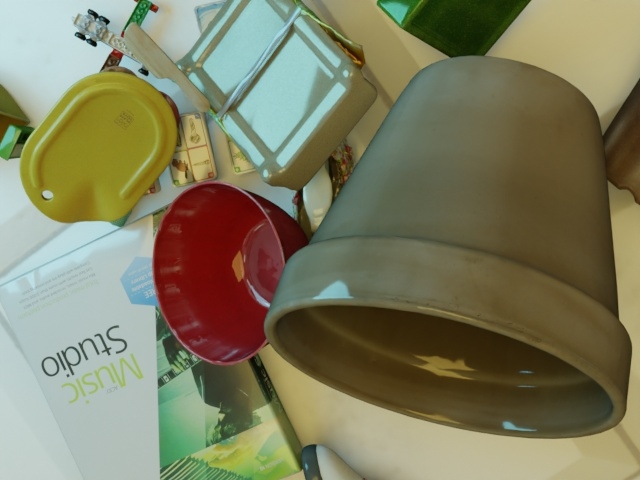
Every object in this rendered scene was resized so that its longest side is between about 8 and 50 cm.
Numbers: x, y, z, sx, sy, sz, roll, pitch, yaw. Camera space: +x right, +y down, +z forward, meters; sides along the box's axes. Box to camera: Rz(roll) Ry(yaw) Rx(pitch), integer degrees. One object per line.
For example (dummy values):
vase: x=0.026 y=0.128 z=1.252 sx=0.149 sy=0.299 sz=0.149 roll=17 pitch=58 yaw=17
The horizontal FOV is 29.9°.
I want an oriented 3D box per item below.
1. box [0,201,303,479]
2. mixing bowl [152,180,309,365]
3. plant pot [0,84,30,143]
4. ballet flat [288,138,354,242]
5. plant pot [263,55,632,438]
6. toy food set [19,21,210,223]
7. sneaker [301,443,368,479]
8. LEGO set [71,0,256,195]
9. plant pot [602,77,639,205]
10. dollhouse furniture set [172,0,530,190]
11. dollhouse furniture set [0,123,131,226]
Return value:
box: x=-0.184 y=0.147 z=1.311 sx=0.232 sy=0.058 sz=0.322 roll=-25 pitch=92 yaw=10
mixing bowl: x=-0.074 y=0.028 z=1.210 sx=0.181 sy=0.098 sz=0.181 roll=5 pitch=98 yaw=38
plant pot: x=-0.385 y=-0.146 z=1.307 sx=0.081 sy=0.081 sz=0.083 roll=-35 pitch=77 yaw=10
ballet flat: x=0.000 y=0.000 z=1.258 sx=0.091 sy=0.077 sz=0.241 roll=-6 pitch=95 yaw=7
plant pot: x=0.141 y=-0.001 z=1.102 sx=0.323 sy=0.323 sz=0.280 roll=14 pitch=68 yaw=7
toy food set: x=-0.214 y=-0.115 z=1.235 sx=0.128 sy=0.071 sz=0.218 roll=39 pitch=105 yaw=-19
sneaker: x=0.099 y=0.306 z=1.267 sx=0.145 sy=0.090 sz=0.270 roll=-29 pitch=94 yaw=10
LEGO set: x=-0.161 y=-0.179 z=1.293 sx=0.182 sy=0.060 sz=0.244 roll=-14 pitch=94 yaw=-4
plant pot: x=0.357 y=-0.107 z=1.155 sx=0.167 sy=0.167 sz=0.165 roll=37 pitch=107 yaw=4
dollhouse furniture set: x=0.025 y=-0.208 z=1.217 sx=0.301 sy=0.151 sz=0.197 roll=-49 pitch=61 yaw=19
dollhouse furniture set: x=-0.268 y=-0.079 z=1.302 sx=0.151 sy=0.058 sz=0.076 roll=30 pitch=100 yaw=5
